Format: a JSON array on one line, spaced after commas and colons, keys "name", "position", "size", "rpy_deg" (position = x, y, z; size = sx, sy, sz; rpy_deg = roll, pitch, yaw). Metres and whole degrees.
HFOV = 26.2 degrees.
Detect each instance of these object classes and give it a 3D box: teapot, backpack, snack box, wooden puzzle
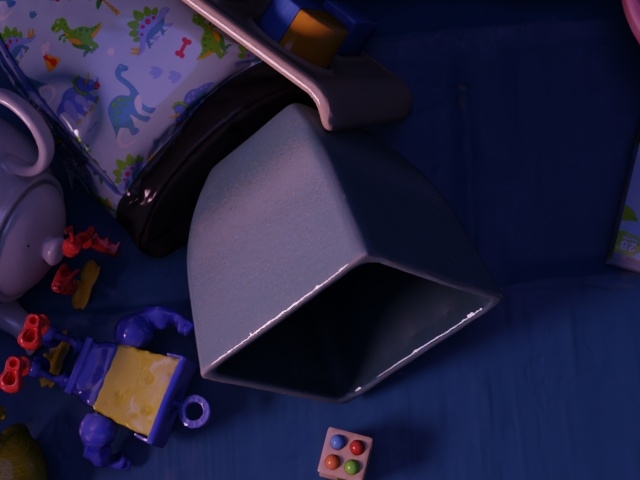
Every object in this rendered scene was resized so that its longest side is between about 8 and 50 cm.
[{"name": "teapot", "position": [-0.372, -0.024, 1.551], "size": [0.187, 0.256, 0.252], "rpy_deg": [20, 81, 15]}, {"name": "backpack", "position": [-0.227, -0.208, 1.613], "size": [0.290, 0.273, 0.355], "rpy_deg": [-42, 65, 2]}, {"name": "snack box", "position": [0.445, -0.053, 1.615], "size": [0.174, 0.070, 0.207], "rpy_deg": [14, 78, 6]}, {"name": "wooden puzzle", "position": [-0.050, -0.270, 1.568], "size": [0.348, 0.322, 0.080], "rpy_deg": [42, 108, 10]}]

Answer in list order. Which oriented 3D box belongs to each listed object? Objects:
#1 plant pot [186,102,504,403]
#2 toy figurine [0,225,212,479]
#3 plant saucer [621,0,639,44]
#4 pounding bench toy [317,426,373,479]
[{"name": "plant pot", "position": [0.000, 0.000, 1.507], "size": [0.248, 0.247, 0.252], "rpy_deg": [-37, 57, 28]}, {"name": "toy figurine", "position": [-0.235, 0.183, 1.535], "size": [0.217, 0.191, 0.362], "rpy_deg": [20, 79, 2]}, {"name": "plant saucer", "position": [0.517, -0.281, 1.636], "size": [0.332, 0.084, 0.332], "rpy_deg": [1, 64, -2]}, {"name": "pounding bench toy", "position": [0.025, 0.260, 1.558], "size": [0.052, 0.065, 0.083], "rpy_deg": [14, 77, 6]}]
